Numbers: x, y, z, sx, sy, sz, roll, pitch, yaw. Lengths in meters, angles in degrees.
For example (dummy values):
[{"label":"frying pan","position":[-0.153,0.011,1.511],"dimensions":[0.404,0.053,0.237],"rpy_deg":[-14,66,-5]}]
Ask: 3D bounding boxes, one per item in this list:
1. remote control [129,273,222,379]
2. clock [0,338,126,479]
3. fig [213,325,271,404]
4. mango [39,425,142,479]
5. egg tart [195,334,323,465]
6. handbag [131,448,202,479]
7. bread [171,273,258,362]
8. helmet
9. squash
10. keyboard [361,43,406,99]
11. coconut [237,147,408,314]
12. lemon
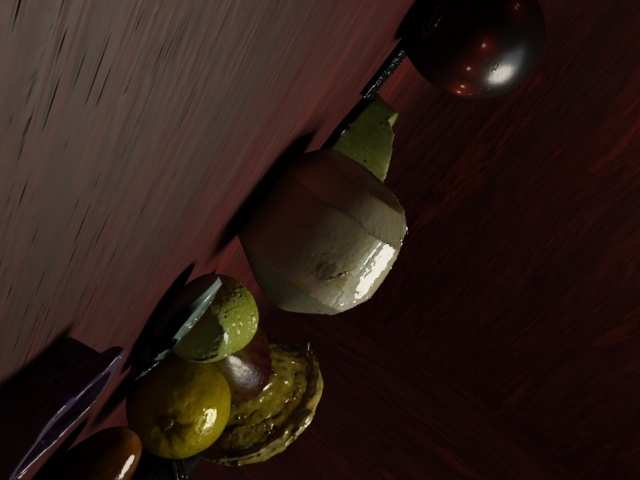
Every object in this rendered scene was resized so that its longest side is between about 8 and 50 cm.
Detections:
[{"label":"remote control","position":[-0.202,0.118,1.422],"dimensions":[0.097,0.045,0.256],"rpy_deg":[-47,178,-46]},{"label":"clock","position":[-0.247,0.144,0.960],"dimensions":[0.110,0.050,0.152],"rpy_deg":[-53,177,33]},{"label":"fig","position":[-0.185,0.209,1.904],"dimensions":[0.146,0.170,0.274],"rpy_deg":[-9,168,14]},{"label":"mango","position":[-0.356,0.374,1.500],"dimensions":[0.267,0.111,0.133],"rpy_deg":[-53,-167,9]},{"label":"egg tart","position":[-0.164,0.296,2.104],"dimensions":[0.341,0.341,0.132],"rpy_deg":[-50,137,-26]},{"label":"handbag","position":[-0.355,0.465,2.163],"dimensions":[0.223,0.080,0.247],"rpy_deg":[-18,179,4]},{"label":"bread","position":[-0.163,0.126,1.591],"dimensions":[0.129,0.111,0.114],"rpy_deg":[-58,167,26]},{"label":"helmet","position":[0.226,-0.303,1.534],"dimensions":[0.189,0.216,0.193],"rpy_deg":[-59,-141,26]},{"label":"squash","position":[0.074,-0.142,1.786],"dimensions":[0.220,0.133,0.220],"rpy_deg":[-57,178,-4]},{"label":"keyboard","position":[0.148,-0.323,1.657],"dimensions":[0.250,0.017,0.087],"rpy_deg":[-53,175,11]},{"label":"coconut","position":[0.000,-0.001,1.475],"dimensions":[0.241,0.241,0.241],"rpy_deg":[-51,177,-4]},{"label":"lemon","position":[-0.222,0.255,1.644],"dimensions":[0.170,0.170,0.207],"rpy_deg":[-52,-175,2]}]
